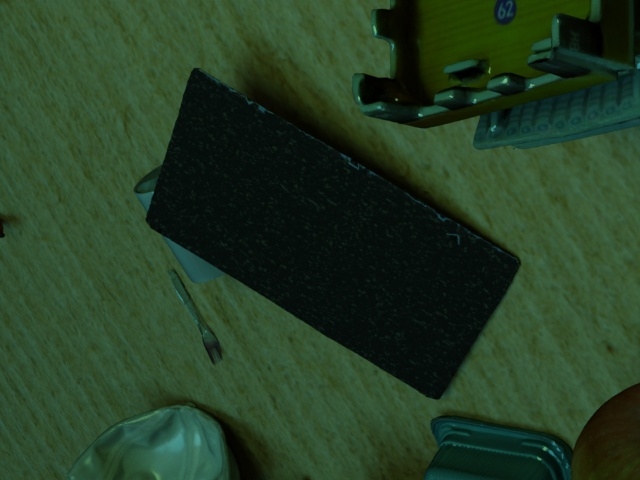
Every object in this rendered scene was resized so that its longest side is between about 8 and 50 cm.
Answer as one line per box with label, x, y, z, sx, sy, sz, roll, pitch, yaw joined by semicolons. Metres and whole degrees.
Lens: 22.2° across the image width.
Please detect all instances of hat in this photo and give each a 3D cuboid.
hat;-0.157;0.316;1.823;0.219;0.164;0.226;10;130;32

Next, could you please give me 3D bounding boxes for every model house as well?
model house;0.155;-0.164;1.056;0.224;0.215;0.198;-13;71;50

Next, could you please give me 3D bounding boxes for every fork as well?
fork;-0.132;0.081;1.719;0.012;0.016;0.115;-5;114;57

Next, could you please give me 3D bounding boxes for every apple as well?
apple;0.283;0.207;1.268;0.199;0.199;0.199;27;136;29

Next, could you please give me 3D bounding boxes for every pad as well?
pad;0.000;0.000;1.462;0.330;0.004;0.220;32;138;6

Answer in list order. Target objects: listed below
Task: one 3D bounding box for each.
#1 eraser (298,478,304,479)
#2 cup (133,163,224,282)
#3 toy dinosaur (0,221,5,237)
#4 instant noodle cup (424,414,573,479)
eraser;-0.043;0.355;1.805;0.124;0.068;0.210;52;143;6
cup;-0.130;-0.026;1.595;0.116;0.074;0.104;62;166;-21
toy dinosaur;-0.470;-0.064;1.934;0.286;0.070;0.139;-3;94;41
instant noodle cup;0.170;0.255;1.505;0.157;0.070;0.179;5;122;42
